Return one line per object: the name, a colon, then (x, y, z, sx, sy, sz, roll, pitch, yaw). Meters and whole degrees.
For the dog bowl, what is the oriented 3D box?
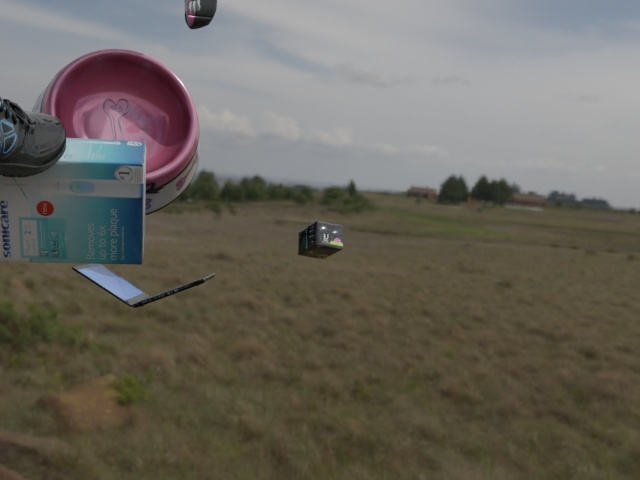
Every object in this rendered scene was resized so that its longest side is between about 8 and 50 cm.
dog bowl: (-0.467, -0.266, 1.981, 0.408, 0.408, 0.150, 4, -20, -20)

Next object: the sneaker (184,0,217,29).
sneaker: (-0.268, -0.541, 1.826, 0.072, 0.178, 0.077, 4, -1, -32)

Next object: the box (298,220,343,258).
box: (0.000, 0.000, 1.690, 0.062, 0.052, 0.083, 10, -20, -27)

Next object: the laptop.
laptop: (-0.400, 0.074, 1.968, 0.264, 0.137, 0.234, -20, 2, 0)

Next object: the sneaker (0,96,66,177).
sneaker: (-0.528, -0.185, 1.361, 0.125, 0.140, 0.341, 42, 24, 16)

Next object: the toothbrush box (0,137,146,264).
toothbrush box: (-0.486, -0.077, 1.622, 0.295, 0.216, 0.126, 3, 26, -10)
